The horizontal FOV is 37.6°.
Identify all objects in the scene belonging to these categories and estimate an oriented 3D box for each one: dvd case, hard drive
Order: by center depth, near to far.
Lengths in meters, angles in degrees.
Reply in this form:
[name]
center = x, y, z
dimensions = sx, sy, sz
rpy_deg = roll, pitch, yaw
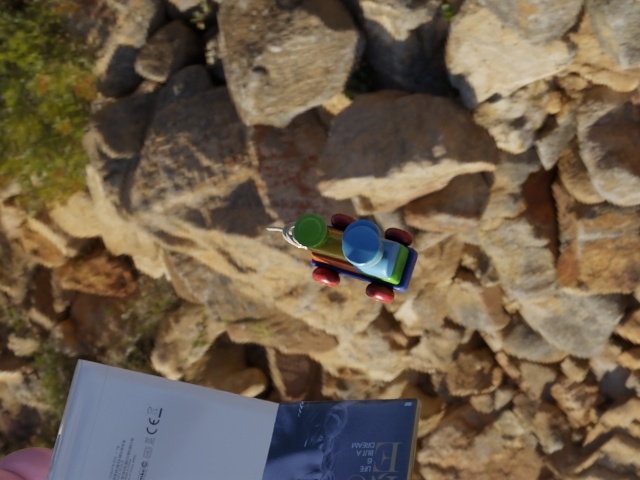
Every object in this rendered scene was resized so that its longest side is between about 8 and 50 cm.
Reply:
[dvd case]
center = 0.010, 0.262, 0.953
dimensions = 0.165, 0.221, 0.018
rpy_deg = -6, 140, 24
[hard drive]
center = -0.173, 0.308, 1.235
dimensions = 0.047, 0.353, 0.233
rpy_deg = -12, 63, 65

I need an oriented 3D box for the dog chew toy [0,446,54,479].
[dog chew toy]
center = -0.411, 0.388, 1.320
dimensions = 0.207, 0.332, 0.206
rpy_deg = 7, 106, 27

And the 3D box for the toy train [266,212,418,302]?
[toy train]
center = 0.000, 0.000, 1.316
dimensions = 0.248, 0.143, 0.105
rpy_deg = 16, 82, 25
